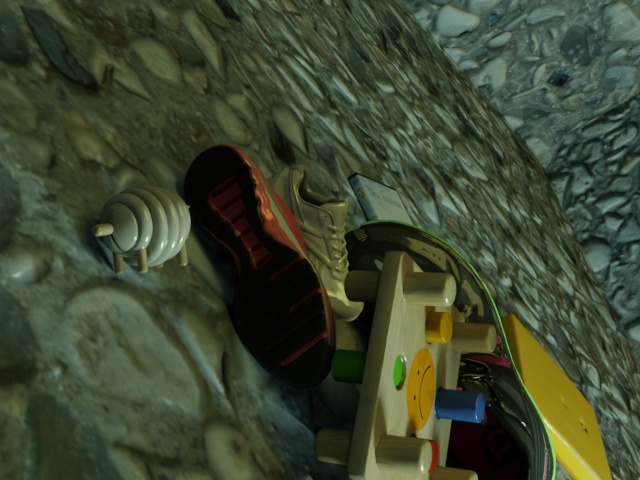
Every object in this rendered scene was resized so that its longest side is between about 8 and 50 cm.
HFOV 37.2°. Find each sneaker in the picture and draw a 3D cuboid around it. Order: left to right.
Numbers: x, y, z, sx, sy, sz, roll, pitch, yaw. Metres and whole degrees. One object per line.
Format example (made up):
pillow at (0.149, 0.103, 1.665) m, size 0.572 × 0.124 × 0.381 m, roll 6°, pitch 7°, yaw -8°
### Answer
sneaker at (-0.047, 0.026, 1.143) m, size 0.136 × 0.116 × 0.314 m, roll 18°, pitch 45°, yaw -64°
sneaker at (0.000, 0.000, 1.275) m, size 0.232 × 0.115 × 0.090 m, roll 55°, pitch 21°, yaw -4°
sneaker at (0.182, 0.178, 1.332) m, size 0.483 × 0.185 × 0.202 m, roll 57°, pitch 17°, yaw 2°

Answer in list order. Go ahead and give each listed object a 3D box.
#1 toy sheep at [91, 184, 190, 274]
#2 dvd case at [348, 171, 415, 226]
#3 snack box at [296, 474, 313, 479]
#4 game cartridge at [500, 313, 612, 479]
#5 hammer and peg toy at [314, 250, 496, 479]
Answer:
toy sheep at (-0.178, -0.012, 0.957) m, size 0.091 × 0.091 × 0.132 m, roll 61°, pitch 27°, yaw 10°
dvd case at (0.147, 0.000, 1.726) m, size 0.180 × 0.022 × 0.253 m, roll 14°, pitch 47°, yaw -60°
snack box at (-0.020, 0.305, 0.932) m, size 0.064 × 0.022 × 0.178 m, roll 55°, pitch 21°, yaw -9°
game cartridge at (0.473, 0.340, 1.930) m, size 0.324 × 0.052 × 0.285 m, roll 46°, pitch 24°, yaw -20°
hammer and peg toy at (0.098, 0.223, 1.087) m, size 0.266 × 0.127 × 0.361 m, roll 42°, pitch 54°, yaw -57°
